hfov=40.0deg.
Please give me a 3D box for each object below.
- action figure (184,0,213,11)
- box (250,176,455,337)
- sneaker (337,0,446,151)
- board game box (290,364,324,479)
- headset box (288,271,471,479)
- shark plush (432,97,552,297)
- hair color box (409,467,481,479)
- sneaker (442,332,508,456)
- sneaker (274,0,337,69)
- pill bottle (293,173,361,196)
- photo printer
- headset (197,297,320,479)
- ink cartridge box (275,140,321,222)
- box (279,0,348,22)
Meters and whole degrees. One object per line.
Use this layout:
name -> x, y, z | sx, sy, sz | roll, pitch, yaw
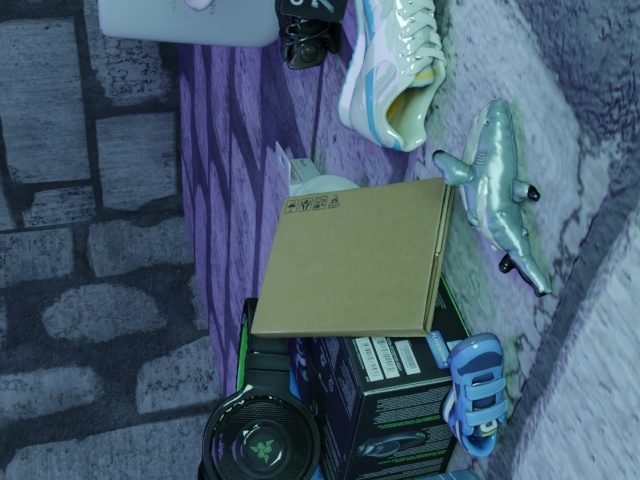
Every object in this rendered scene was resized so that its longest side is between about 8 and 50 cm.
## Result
action figure -> -0.073, -0.449, 0.932 | 0.276, 0.248, 0.370 | 56, -152, -15
box -> 0.030, 0.020, 0.884 | 0.021, 0.201, 0.165 | 41, -127, -46
sneaker -> 0.083, -0.199, 0.858 | 0.092, 0.087, 0.229 | 37, 132, 40
board game box -> -0.008, 0.335, 1.264 | 0.308, 0.086, 0.302 | 107, 152, -61
headset box -> 0.056, 0.145, 1.007 | 0.283, 0.131, 0.246 | 97, 160, -45
shark plush -> 0.148, -0.032, 0.719 | 0.067, 0.073, 0.161 | -32, 56, 42
hair color box -> 0.008, 0.349, 0.849 | 0.105, 0.347, 0.174 | -137, 42, -69
sneaker -> 0.147, 0.142, 0.808 | 0.059, 0.053, 0.144 | -111, 11, -46
sneaker -> -0.014, -0.311, 1.167 | 0.227, 0.087, 0.130 | 119, 140, -72
pill bottle -> 0.000, 0.000, 1.209 | 0.193, 0.108, 0.108 | 111, 149, -62
photo printer -> -0.172, -0.389, 1.292 | 0.256, 0.307, 0.107 | 118, 153, -66
headset -> -0.050, 0.261, 1.040 | 0.243, 0.185, 0.394 | 108, 165, -61
ink cartridge box -> -0.031, -0.062, 1.404 | 0.104, 0.060, 0.180 | -120, 26, -59
box -> 0.021, -0.416, 0.837 | 0.296, 0.073, 0.293 | 104, 171, -54
